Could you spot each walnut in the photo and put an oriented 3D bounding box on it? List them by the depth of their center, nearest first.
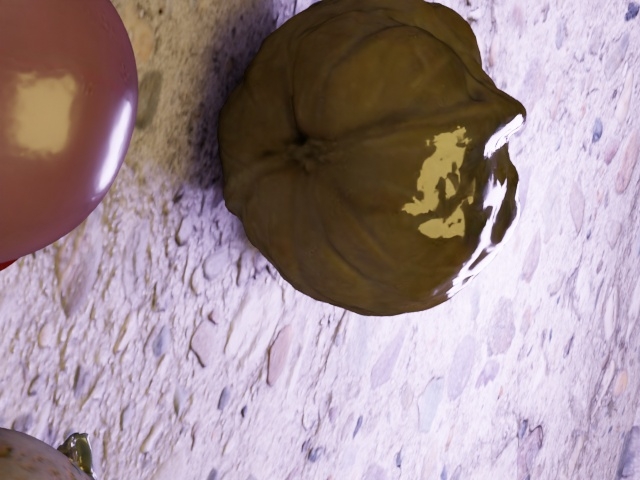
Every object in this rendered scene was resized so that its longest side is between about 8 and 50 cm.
[{"bbox_3d":[0.049,-0.079,1.696,0.253,0.282,0.277,-44,169,22],"label":"walnut"}]

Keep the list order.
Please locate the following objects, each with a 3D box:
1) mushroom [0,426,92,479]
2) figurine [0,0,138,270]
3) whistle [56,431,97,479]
[{"bbox_3d":[-0.248,0.263,1.380,0.243,0.243,0.243,-43,141,-48],"label":"mushroom"},{"bbox_3d":[-0.212,-0.093,1.192,0.261,0.211,0.269,0,104,-64],"label":"figurine"},{"bbox_3d":[-0.198,0.296,1.639,0.068,0.057,0.326,-53,148,-44],"label":"whistle"}]
